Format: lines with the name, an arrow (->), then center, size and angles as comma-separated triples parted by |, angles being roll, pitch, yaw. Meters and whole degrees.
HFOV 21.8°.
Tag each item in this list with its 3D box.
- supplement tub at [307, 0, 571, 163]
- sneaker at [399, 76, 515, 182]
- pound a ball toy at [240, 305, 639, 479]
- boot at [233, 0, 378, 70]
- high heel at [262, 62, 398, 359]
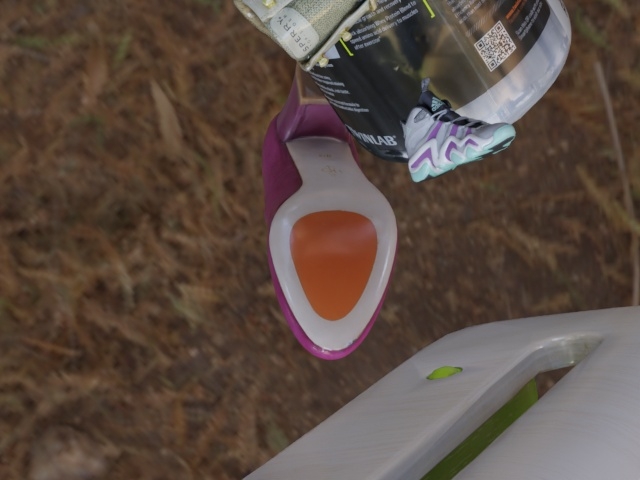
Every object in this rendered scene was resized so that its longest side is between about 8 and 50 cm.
supplement tub -> 0.037, -0.240, 1.290 | 0.207, 0.338, 0.207 | -24, 35, 19
sneaker -> 0.091, -0.086, 1.185 | 0.098, 0.038, 0.069 | -21, 86, 44
pound a ball toy -> 0.074, 0.146, 0.472 | 0.135, 0.319, 0.208 | -7, 99, 29
boot -> 0.038, -0.175, 1.034 | 0.165, 0.077, 0.213 | -44, 27, -6
high heel -> 0.000, 0.000, 1.639 | 0.127, 0.181, 0.377 | 8, 48, -5
